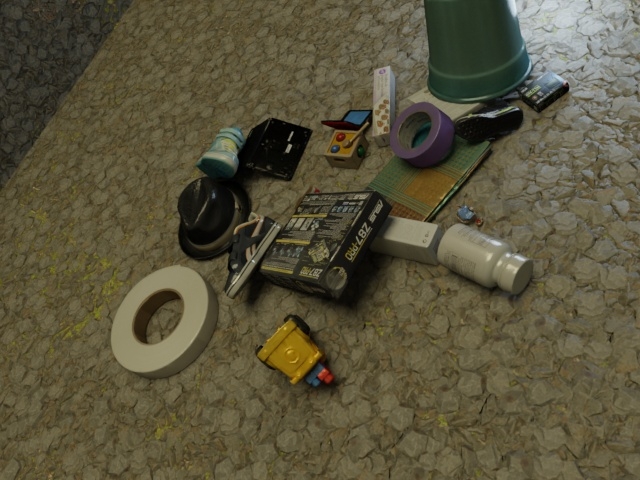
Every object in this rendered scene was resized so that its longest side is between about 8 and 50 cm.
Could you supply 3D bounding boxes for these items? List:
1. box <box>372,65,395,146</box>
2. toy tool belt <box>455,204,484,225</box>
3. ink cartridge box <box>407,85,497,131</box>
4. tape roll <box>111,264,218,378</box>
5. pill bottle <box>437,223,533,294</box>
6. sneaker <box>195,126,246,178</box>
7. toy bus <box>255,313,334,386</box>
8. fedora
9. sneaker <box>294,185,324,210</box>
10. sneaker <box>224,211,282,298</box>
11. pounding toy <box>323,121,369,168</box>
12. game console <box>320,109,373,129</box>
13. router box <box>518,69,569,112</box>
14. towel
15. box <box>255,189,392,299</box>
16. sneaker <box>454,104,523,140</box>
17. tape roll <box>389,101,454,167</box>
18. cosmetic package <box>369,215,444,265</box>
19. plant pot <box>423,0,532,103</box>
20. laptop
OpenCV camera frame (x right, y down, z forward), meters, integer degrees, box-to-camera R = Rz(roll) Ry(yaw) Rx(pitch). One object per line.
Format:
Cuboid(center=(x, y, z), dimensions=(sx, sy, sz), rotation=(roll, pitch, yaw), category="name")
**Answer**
Cuboid(center=(0.223, -0.471, 2.204), dimensions=(0.063, 0.067, 0.323), rotation=(-11, 55, 22), category="box")
Cuboid(center=(0.430, -0.075, 1.830), dimensions=(0.052, 0.051, 0.083), rotation=(-48, 50, -7), category="toy tool belt")
Cuboid(center=(0.428, -0.452, 2.066), dimensions=(0.189, 0.066, 0.232), rotation=(-32, 38, -12), category="ink cartridge box")
Cuboid(center=(-0.521, 0.266, 2.105), dimensions=(0.392, 0.072, 0.391), rotation=(-14, 54, 20), category="tape roll")
Cuboid(center=(0.440, 0.052, 1.686), dimensions=(0.229, 0.131, 0.131), rotation=(28, 75, 39), category="pill bottle")
Cuboid(center=(-0.340, -0.338, 2.314), dimensions=(0.208, 0.127, 0.319), rotation=(-55, 24, -13), category="sneaker")
Cuboid(center=(-0.051, 0.324, 1.758), dimensions=(0.211, 0.220, 0.149), rotation=(41, 89, 8), category="toy bus")
Cuboid(center=(-0.413, -0.106, 2.244), dimensions=(0.334, 0.152, 0.333), rotation=(-15, 53, 20), category="fedora")
Cuboid(center=(-0.033, -0.130, 2.131), dimensions=(0.118, 0.067, 0.042), rotation=(-45, 32, 38), category="sneaker")
Cuboid(center=(-0.247, 0.042, 2.021), dimensions=(0.128, 0.126, 0.321), rotation=(31, 52, -1), category="sneaker")
Cuboid(center=(0.100, -0.326, 2.148), dimensions=(0.141, 0.100, 0.130), rotation=(10, 64, 33), category="pounding toy")
Cuboid(center=(0.094, -0.435, 2.220), dimensions=(0.144, 0.124, 0.085), rotation=(13, 91, 50), category="game console")
Cuboid(center=(0.693, -0.464, 1.960), dimensions=(0.122, 0.038, 0.092), rotation=(-37, 48, 2), category="router box")
Cuboid(center=(0.325, -0.209, 1.990), dimensions=(0.370, 0.040, 0.271), rotation=(-49, 50, -7), category="towel")
Cuboid(center=(0.000, 0.000, 1.890), dimensions=(0.318, 0.097, 0.395), rotation=(-56, 27, -17), category="box")
Cuboid(center=(0.510, -0.369, 1.949), dimensions=(0.235, 0.084, 0.097), rotation=(-12, 33, -13), category="sneaker")
Cuboid(center=(0.313, -0.328, 1.957), dimensions=(0.189, 0.080, 0.188), rotation=(-19, 60, 38), category="tape roll")
Cuboid(center=(0.241, -0.006, 1.846), dimensions=(0.231, 0.117, 0.085), rotation=(15, 67, 34), category="cosmetic package")
Cuboid(center=(0.474, -0.664, 1.976), dimensions=(0.342, 0.334, 0.341), rotation=(-12, 44, 12), category="plant pot")
Cuboid(center=(-0.190, -0.326, 2.365), dimensions=(0.265, 0.136, 0.234), rotation=(18, 67, 8), category="laptop")
